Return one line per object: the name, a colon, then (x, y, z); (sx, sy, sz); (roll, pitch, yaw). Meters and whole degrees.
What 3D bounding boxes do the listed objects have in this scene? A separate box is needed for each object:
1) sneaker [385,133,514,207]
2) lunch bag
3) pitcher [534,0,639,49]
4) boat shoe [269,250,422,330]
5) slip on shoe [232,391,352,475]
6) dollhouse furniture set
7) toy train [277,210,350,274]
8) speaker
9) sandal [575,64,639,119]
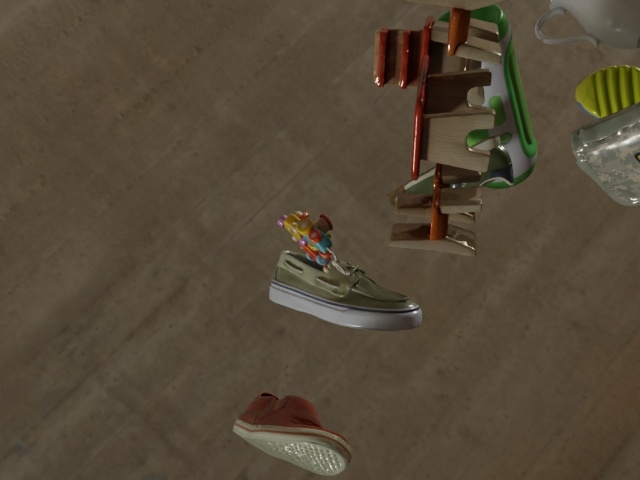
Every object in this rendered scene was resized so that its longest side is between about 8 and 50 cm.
sneaker: (0.198, -0.077, 1.090); (0.192, 0.086, 0.064); (-29, -1, 17)
lunch bag: (0.568, -0.151, 1.140); (0.287, 0.168, 0.235); (10, -21, -34)
pitcher: (0.556, -0.448, 1.469); (0.177, 0.207, 0.125); (-57, -27, 11)
boat shoe: (0.032, 0.082, 1.222); (0.109, 0.302, 0.094); (-5, -77, -54)
slip on shoe: (-0.045, 0.297, 1.167); (0.101, 0.123, 0.331); (-59, 17, -19)
dollhouse furniture set: (0.111, -0.154, 0.777); (0.259, 0.135, 0.262); (-71, -16, -58)
toy train: (0.000, 0.000, 1.111); (0.046, 0.125, 0.166); (-48, 17, -9)
speaker: (0.267, -0.225, 1.174); (0.131, 0.131, 0.296); (-45, -46, -19)
sandal: (0.695, -0.299, 1.525); (0.138, 0.318, 0.126); (-41, -45, -79)
